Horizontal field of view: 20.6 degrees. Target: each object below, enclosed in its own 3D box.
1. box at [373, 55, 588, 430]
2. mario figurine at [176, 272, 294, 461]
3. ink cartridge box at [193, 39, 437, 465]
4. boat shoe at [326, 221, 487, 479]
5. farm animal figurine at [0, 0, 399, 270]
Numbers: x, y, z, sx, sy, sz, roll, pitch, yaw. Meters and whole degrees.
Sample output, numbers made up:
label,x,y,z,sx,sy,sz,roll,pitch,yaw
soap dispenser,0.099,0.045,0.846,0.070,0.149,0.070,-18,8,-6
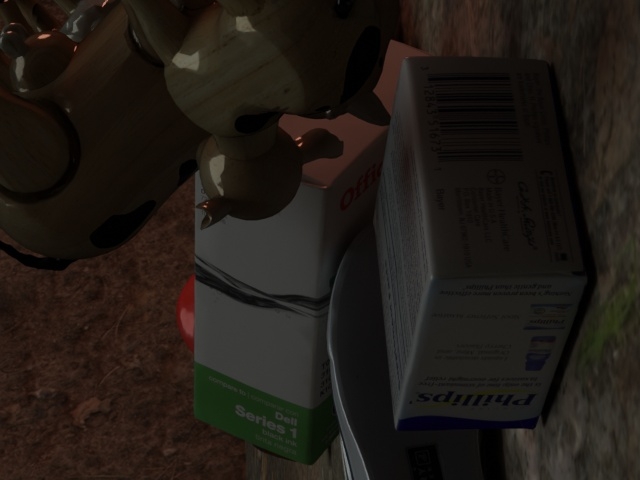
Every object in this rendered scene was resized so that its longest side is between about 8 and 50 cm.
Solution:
label,x,y,z,sx,sy,sz,roll,pitch,yaw
box,0.071,0.004,0.832,0.137,0.072,0.126,99,169,-55
mario figurine,-0.021,0.106,1.673,0.198,0.170,0.320,47,168,20
ink cartridge box,0.000,0.000,1.079,0.160,0.092,0.219,-46,-30,-43
boat shoe,0.047,0.117,0.980,0.084,0.095,0.258,117,152,-69
farm animal figurine,-0.052,-0.091,0.857,0.172,0.327,0.330,50,-156,-14
